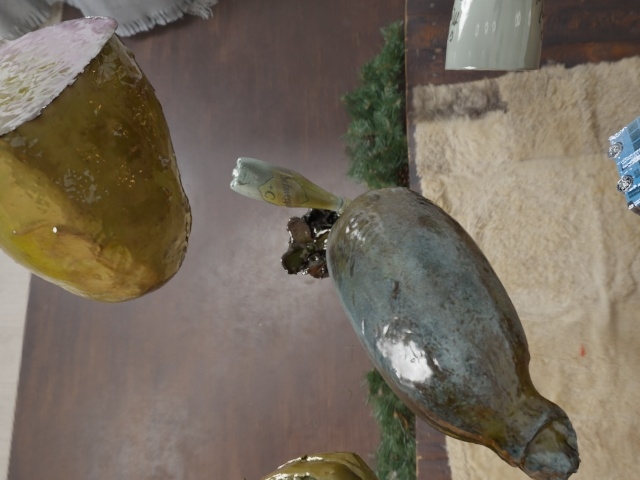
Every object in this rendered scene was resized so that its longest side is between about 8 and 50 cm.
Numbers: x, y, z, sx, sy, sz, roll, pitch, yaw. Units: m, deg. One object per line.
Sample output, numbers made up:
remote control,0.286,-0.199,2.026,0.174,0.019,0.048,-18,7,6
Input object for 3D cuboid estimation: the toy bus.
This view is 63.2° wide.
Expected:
toy bus,0.775,-0.171,1.214,0.116,0.133,0.234,19,54,-17

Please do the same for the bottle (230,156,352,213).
bottle,-0.056,-0.108,1.123,0.270,0.083,0.083,14,81,-20

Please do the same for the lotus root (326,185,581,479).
lotus root,0.102,0.081,0.493,0.140,0.158,0.322,-9,47,-19

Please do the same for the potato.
potato,-0.243,-0.053,0.536,0.229,0.266,0.229,-10,42,9

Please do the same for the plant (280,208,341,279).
plant,0.000,0.000,1.350,0.204,0.234,0.178,-34,72,5

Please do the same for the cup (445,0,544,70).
cup,0.365,-0.474,1.085,0.186,0.258,0.234,5,107,12

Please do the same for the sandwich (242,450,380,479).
sandwich,-0.024,0.311,0.408,0.273,0.095,0.249,-32,78,28
